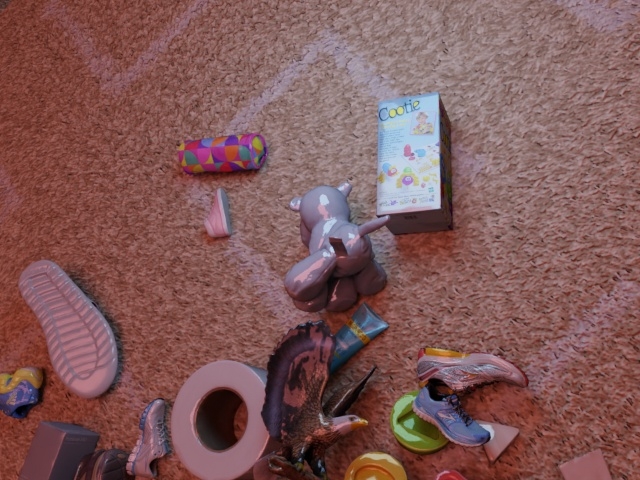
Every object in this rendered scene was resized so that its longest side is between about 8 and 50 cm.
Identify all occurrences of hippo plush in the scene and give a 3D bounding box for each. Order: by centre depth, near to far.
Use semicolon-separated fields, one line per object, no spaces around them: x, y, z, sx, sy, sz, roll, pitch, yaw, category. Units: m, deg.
0.000;0.000;1.369;0.234;0.294;0.237;-22;55;-9;hippo plush

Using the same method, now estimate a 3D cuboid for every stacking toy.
0.231;0.466;1.221;0.308;0.130;0.280;17;53;24;stacking toy

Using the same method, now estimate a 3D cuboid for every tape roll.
-0.177;0.393;1.353;0.246;0.169;0.246;-7;69;20;tape roll

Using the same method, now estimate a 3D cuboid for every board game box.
0.213;-0.168;1.398;0.144;0.142;0.276;-4;71;22;board game box

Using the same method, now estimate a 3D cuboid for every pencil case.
-0.259;-0.227;1.647;0.236;0.104;0.105;-2;71;24;pencil case

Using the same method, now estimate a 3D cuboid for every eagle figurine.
-0.004;0.343;1.217;0.225;0.226;0.298;7;46;0;eagle figurine

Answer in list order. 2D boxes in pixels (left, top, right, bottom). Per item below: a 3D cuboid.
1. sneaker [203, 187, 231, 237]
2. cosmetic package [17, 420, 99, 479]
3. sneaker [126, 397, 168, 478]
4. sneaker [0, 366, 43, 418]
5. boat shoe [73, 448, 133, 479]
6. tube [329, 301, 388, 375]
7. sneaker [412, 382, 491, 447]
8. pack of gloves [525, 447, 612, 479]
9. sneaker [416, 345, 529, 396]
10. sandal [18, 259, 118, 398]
-0.275;-0.069;1.621;0.070;0.051;0.134;-14;71;12;sneaker
-0.652;0.571;1.518;0.107;0.127;0.238;14;80;27;cosmetic package
-0.391;0.472;1.480;0.082;0.071;0.191;13;86;20;sneaker
-0.858;0.425;1.674;0.240;0.091;0.126;-20;66;15;sneaker
-0.537;0.668;1.448;0.130;0.132;0.356;-6;61;31;boat shoe
0.051;0.234;1.385;0.207;0.052;0.080;-43;71;-3;tube
0.251;0.331;1.187;0.162;0.063;0.073;28;111;31;sneaker
0.447;0.511;1.097;0.195;0.046;0.232;-22;82;-5;pack of gloves
0.299;0.274;1.239;0.225;0.088;0.093;-1;62;32;sneaker
-0.651;0.225;1.655;0.169;0.102;0.416;-32;72;-7;sandal
